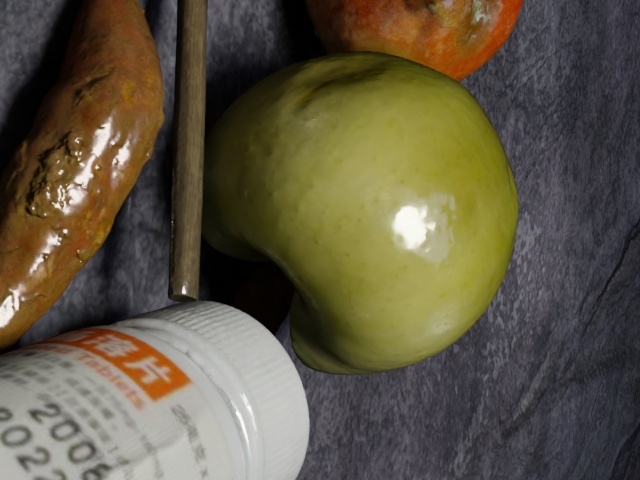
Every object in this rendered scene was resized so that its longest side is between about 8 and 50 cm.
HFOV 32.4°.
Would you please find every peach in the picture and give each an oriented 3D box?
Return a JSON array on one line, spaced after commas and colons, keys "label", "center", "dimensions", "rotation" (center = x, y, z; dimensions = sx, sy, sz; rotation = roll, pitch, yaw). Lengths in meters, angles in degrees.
[{"label": "peach", "center": [0.092, -0.257, 1.115], "dimensions": [0.256, 0.233, 0.232], "rotation": [-120, -151, -79]}]

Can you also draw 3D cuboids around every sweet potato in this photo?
[{"label": "sweet potato", "center": [-0.185, -0.060, 0.833], "dimensions": [0.095, 0.106, 0.354], "rotation": [110, -4, -71]}, {"label": "sweet potato", "center": [0.000, 0.000, 1.147], "dimensions": [0.385, 0.109, 0.109], "rotation": [-39, 127, -35]}]

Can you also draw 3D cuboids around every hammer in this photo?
[{"label": "hammer", "center": [-0.108, -0.131, 0.918], "dimensions": [0.111, 0.044, 0.365], "rotation": [41, 47, -71]}]

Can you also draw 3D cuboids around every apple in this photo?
[{"label": "apple", "center": [0.048, -0.036, 0.993], "dimensions": [0.258, 0.233, 0.295], "rotation": [-38, 96, -25]}]

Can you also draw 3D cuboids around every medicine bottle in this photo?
[{"label": "medicine bottle", "center": [-0.172, 0.171, 0.769], "dimensions": [0.371, 0.211, 0.211], "rotation": [-20, 112, -62]}]
